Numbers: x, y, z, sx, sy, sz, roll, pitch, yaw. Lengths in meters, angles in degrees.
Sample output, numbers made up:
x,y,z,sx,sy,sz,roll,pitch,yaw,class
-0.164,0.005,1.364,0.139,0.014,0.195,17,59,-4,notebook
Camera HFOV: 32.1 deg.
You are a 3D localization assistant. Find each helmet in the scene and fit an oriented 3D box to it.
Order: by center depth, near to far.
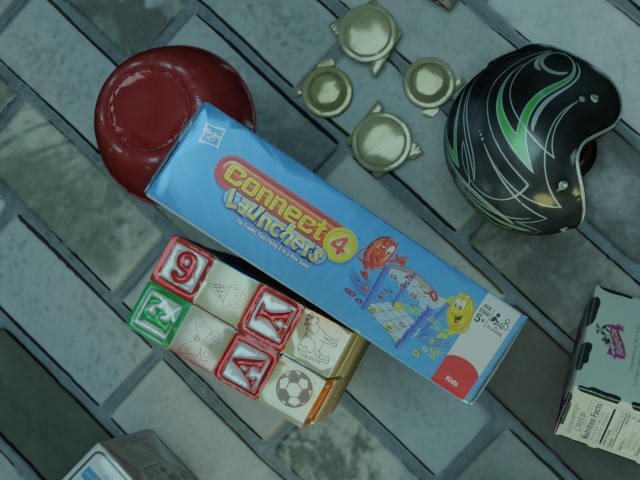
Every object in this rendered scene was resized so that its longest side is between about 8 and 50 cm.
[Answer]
x,y,z,sx,sy,sz,roll,pitch,yaw,class
0.201,-0.091,1.081,0.169,0.169,0.161,36,76,10,helmet

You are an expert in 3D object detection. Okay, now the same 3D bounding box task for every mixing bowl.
x,y,z,sx,sy,sz,roll,pitch,yaw,class
-0.167,-0.130,1.175,0.181,0.098,0.181,-1,84,9,mixing bowl

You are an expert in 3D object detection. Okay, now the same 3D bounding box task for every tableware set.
x,y,z,sx,sy,sz,roll,pitch,yaw,class
0.059,-0.162,1.181,0.168,0.020,0.141,43,95,9,tableware set

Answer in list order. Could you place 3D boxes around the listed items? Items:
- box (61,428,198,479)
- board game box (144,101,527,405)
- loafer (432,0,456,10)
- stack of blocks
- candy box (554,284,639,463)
x,y,z,sx,sy,sz,roll,pitch,yaw,class
-0.266,0.327,1.118,0.087,0.169,0.290,44,94,10,box
0.000,0.000,0.995,0.308,0.302,0.086,34,91,-8,board game box
0.089,-0.281,1.175,0.125,0.045,0.039,21,96,7,loafer
-0.045,0.084,1.036,0.171,0.297,0.087,28,90,10,stack of blocks
0.349,0.146,1.038,0.233,0.159,0.071,19,128,10,candy box
